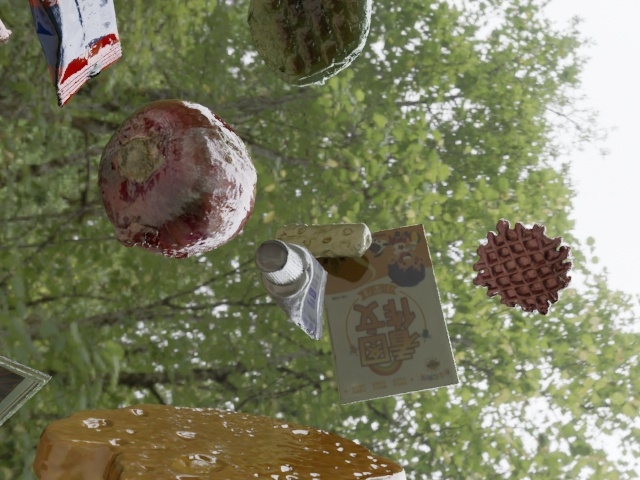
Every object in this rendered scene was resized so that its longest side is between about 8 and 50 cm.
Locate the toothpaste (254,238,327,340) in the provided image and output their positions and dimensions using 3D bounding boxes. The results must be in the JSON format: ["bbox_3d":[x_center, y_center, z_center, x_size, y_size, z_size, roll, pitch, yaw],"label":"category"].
[{"bbox_3d":[-0.028,0.061,0.893,0.068,0.282,0.099,32,-98,22],"label":"toothpaste"}]

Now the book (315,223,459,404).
[{"bbox_3d":[0.111,0.125,1.163,0.020,0.208,0.295,86,-7,-72],"label":"book"}]

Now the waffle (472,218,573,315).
[{"bbox_3d":[0.466,0.061,1.517,0.221,0.055,0.234,26,-54,17],"label":"waffle"}]

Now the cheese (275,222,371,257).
[{"bbox_3d":[0.000,0.000,1.154,0.194,0.043,0.065,2,-130,37],"label":"cheese"}]

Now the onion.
[{"bbox_3d":[-0.132,-0.057,0.685,0.159,0.195,0.159,-4,-101,22],"label":"onion"}]

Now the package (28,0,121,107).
[{"bbox_3d":[-0.180,-0.198,0.458,0.022,0.083,0.200,18,-44,15],"label":"package"}]

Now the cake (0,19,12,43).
[{"bbox_3d":[-0.420,-0.176,0.551,0.177,0.283,0.151,-1,-54,43],"label":"cake"}]

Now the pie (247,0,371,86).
[{"bbox_3d":[-0.025,-0.507,1.505,0.071,0.306,0.306,-100,-152,-63],"label":"pie"}]

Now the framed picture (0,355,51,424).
[{"bbox_3d":[-0.627,0.231,1.098,0.216,0.273,0.016,-40,-146,28],"label":"framed picture"}]

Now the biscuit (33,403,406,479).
[{"bbox_3d":[-0.096,0.217,0.624,0.312,0.351,0.057,7,-96,26],"label":"biscuit"}]
